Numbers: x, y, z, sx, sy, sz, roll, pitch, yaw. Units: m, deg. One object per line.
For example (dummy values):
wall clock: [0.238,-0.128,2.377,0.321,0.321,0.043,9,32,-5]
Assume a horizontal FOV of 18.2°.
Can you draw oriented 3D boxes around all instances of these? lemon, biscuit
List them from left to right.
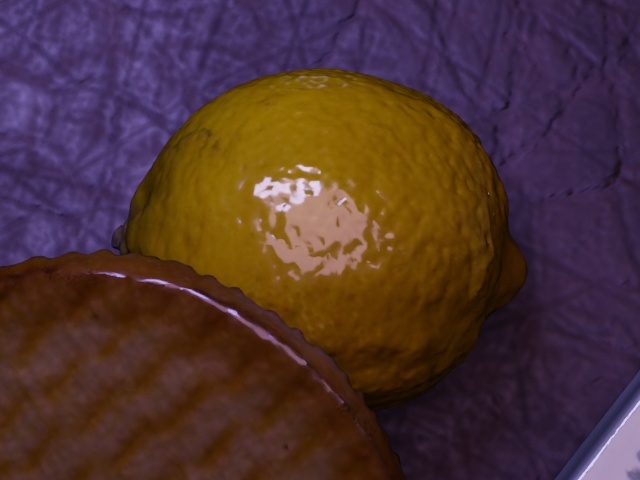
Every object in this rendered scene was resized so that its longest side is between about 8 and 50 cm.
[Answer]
biscuit: [-0.098,0.151,1.069,0.317,0.040,0.318,7,115,15]
lemon: [0.000,0.000,1.100,0.231,0.192,0.192,5,81,0]

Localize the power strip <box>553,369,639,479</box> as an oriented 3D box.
power strip: [0.172,0.163,1.135,0.091,0.062,0.385,38,84,3]
